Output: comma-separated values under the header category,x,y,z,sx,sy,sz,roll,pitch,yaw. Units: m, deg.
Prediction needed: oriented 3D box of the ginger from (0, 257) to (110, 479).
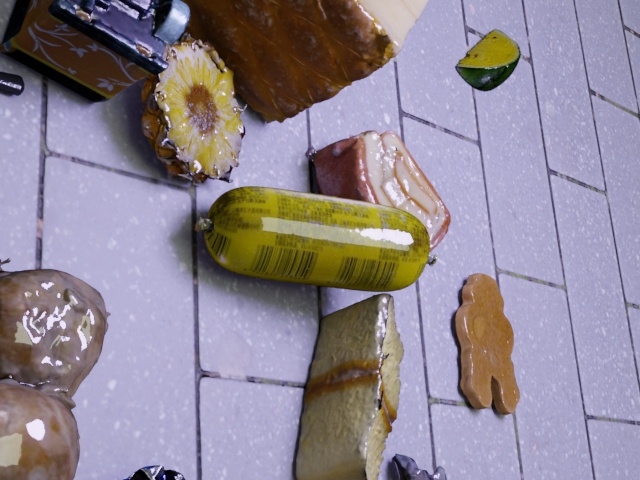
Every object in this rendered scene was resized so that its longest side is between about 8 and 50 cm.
category,x,y,z,sx,sy,sz,roll,pitch,yaw
ginger,-0.319,0.143,0.924,0.256,0.176,0.375,18,45,-38

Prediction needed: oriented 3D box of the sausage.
category,x,y,z,sx,sy,sz,roll,pitch,yaw
sausage,0.000,0.000,1.309,0.347,0.123,0.123,9,66,-19

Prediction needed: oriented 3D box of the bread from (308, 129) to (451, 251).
category,x,y,z,sx,sy,sz,roll,pitch,yaw
bread,0.090,-0.062,1.483,0.244,0.123,0.190,50,47,-16

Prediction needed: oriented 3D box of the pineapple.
category,x,y,z,sx,sy,sz,roll,pitch,yaw
pineapple,-0.171,-0.172,1.286,0.221,0.047,0.221,18,69,-59

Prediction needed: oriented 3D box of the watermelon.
category,x,y,z,sx,sy,sz,roll,pitch,yaw
watermelon,0.343,-0.352,1.890,0.092,0.075,0.181,55,45,-8

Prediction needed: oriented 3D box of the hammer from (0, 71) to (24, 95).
category,x,y,z,sx,sy,sz,roll,pitch,yaw
hammer,-0.441,-0.194,1.074,0.246,0.029,0.103,13,64,-43

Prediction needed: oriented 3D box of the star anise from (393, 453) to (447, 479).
category,x,y,z,sx,sy,sz,roll,pitch,yaw
star anise,0.150,0.383,1.362,0.180,0.061,0.204,3,46,-23

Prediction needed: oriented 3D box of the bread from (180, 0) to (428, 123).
category,x,y,z,sx,sy,sz,roll,pitch,yaw
bread,-0.037,-0.346,1.359,0.279,0.279,0.207,43,47,-20

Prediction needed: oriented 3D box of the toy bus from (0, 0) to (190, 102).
category,x,y,z,sx,sy,sz,roll,pitch,yaw
toy bus,-0.257,-0.349,1.201,0.162,0.194,0.323,27,59,-34

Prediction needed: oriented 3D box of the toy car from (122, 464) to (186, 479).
category,x,y,z,sx,sy,sz,roll,pitch,yaw
toy car,-0.161,0.348,1.104,0.216,0.063,0.103,55,44,-21

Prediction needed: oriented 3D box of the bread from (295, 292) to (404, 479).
category,x,y,z,sx,sy,sz,roll,pitch,yaw
bread,0.050,0.213,1.341,0.141,0.178,0.266,10,55,-1

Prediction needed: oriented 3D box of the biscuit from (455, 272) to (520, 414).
category,x,y,z,sx,sy,sz,roll,pitch,yaw
biscuit,0.277,0.171,1.638,0.144,0.040,0.236,22,57,-46
